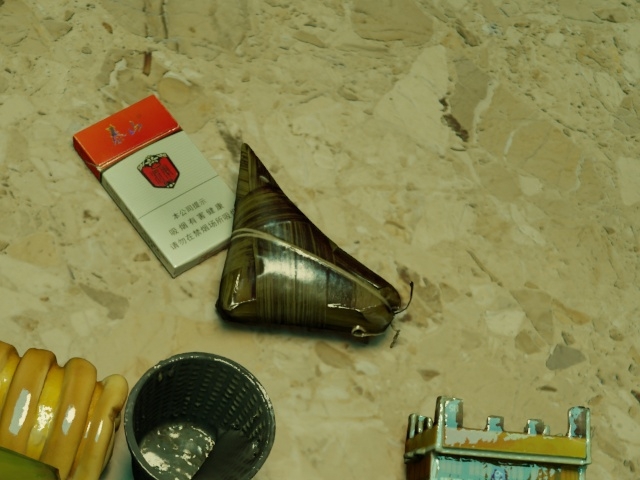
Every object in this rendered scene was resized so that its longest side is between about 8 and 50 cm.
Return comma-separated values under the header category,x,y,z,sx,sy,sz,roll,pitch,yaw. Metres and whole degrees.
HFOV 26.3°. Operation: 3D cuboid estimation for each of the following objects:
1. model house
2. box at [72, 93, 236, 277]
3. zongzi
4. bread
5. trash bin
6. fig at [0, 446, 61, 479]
category,x,y,z,sx,sy,sz,roll,pitch,yaw
model house,0.200,0.305,1.614,0.224,0.198,0.215,6,73,-8
box,-0.212,-0.077,1.844,0.139,0.035,0.245,-30,71,-24
zongzi,0.000,0.000,1.777,0.247,0.111,0.241,8,75,-5
bread,-0.391,0.197,1.607,0.311,0.121,0.173,12,61,-3
trash bin,-0.152,0.239,1.605,0.175,0.161,0.175,6,61,-12
fig,-0.398,0.319,1.460,0.271,0.239,0.239,-28,69,-9
